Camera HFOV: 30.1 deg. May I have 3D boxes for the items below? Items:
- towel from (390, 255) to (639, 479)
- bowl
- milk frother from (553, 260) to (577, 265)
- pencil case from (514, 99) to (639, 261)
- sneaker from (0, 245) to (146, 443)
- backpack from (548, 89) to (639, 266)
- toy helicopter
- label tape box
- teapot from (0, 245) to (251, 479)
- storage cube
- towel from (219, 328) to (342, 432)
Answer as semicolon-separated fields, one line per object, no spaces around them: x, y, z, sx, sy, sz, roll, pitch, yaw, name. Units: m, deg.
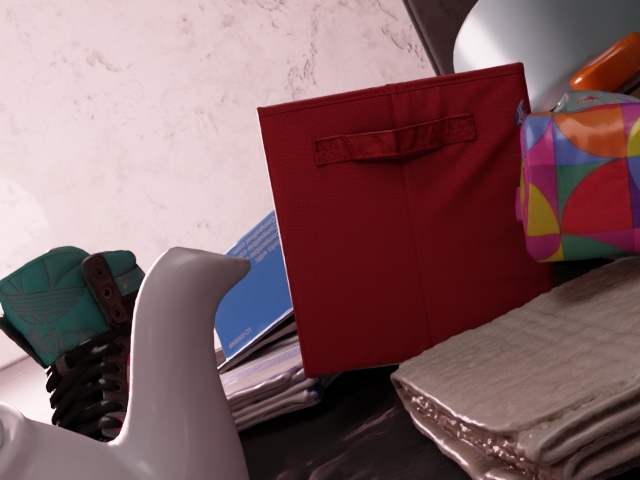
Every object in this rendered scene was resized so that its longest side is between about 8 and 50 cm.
0.149;0.065;0.643;0.187;0.049;0.282;-24;4;-6;towel
0.334;-0.207;1.457;0.312;0.163;0.311;-12;-33;-8;bowl
0.187;-0.018;1.084;0.135;0.129;0.143;9;-24;5;milk frother
0.229;-0.041;0.705;0.237;0.104;0.104;-3;11;15;pencil case
-0.178;0.098;0.889;0.124;0.178;0.295;-30;16;16;sneaker
0.224;-0.051;0.916;0.152;0.115;0.182;7;23;12;backpack
0.275;-0.100;1.292;0.355;0.140;0.235;-37;4;37;toy helicopter
0.000;0.000;1.247;0.241;0.106;0.334;-40;-6;28;label tape box
-0.144;0.136;0.366;0.253;0.187;0.256;-18;16;23;teapot
0.064;-0.021;0.882;0.184;0.193;0.215;-9;7;3;storage cube
-0.029;0.114;1.066;0.209;0.034;0.285;-25;3;28;towel
